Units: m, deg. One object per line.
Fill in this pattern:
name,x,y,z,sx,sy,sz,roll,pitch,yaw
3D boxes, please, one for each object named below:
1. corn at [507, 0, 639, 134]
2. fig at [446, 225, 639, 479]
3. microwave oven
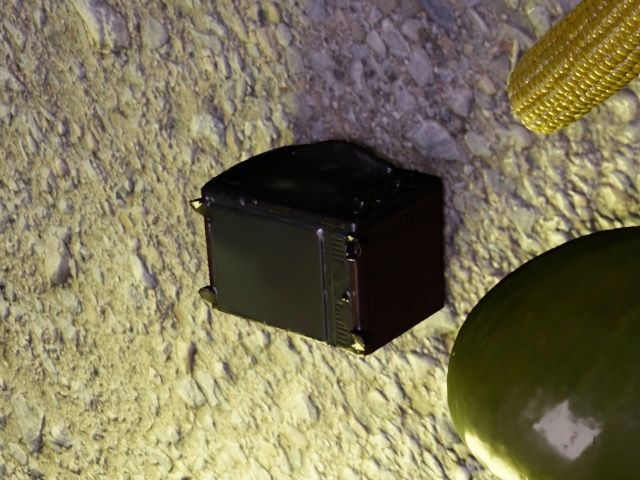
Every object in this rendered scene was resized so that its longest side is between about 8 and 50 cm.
corn,0.273,-0.190,1.278,0.093,0.093,0.244,53,135,9
fig,0.286,0.125,1.299,0.316,0.316,0.316,19,121,35
microwave oven,0.001,0.001,1.551,0.247,0.178,0.188,16,122,36
